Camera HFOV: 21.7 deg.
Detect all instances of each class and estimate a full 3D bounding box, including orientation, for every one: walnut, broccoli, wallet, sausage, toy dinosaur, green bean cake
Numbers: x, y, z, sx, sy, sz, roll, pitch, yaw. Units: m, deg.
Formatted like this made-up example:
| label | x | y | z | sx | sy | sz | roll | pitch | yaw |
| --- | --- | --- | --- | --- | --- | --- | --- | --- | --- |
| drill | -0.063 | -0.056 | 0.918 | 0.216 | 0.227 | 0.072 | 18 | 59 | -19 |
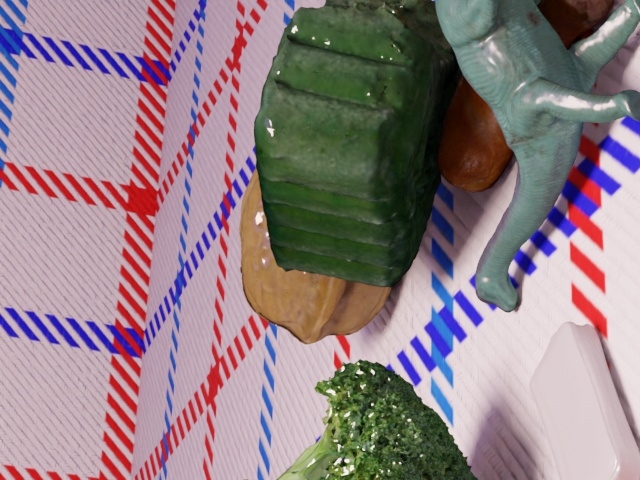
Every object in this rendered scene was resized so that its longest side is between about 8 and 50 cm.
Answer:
| label | x | y | z | sx | sy | sz | roll | pitch | yaw |
| --- | --- | --- | --- | --- | --- | --- | --- | --- | --- |
| walnut | 0.000 | 0.000 | 1.936 | 0.198 | 0.198 | 0.245 | -158 | 75 | -74 |
| broccoli | 0.032 | 0.263 | 1.492 | 0.308 | 0.275 | 0.307 | 3 | -90 | -74 |
| wallet | 0.215 | 0.149 | 1.370 | 0.190 | 0.033 | 0.095 | -99 | 26 | -49 |
| sausage | 0.188 | -0.165 | 1.596 | 0.302 | 0.076 | 0.103 | 120 | 156 | -50 |
| toy dinosaur | 0.138 | -0.150 | 1.499 | 0.383 | 0.129 | 0.331 | 57 | 142 | 8 |
| green bean cake | 0.048 | -0.138 | 1.711 | 0.308 | 0.169 | 0.300 | 80 | -156 | -64 |
